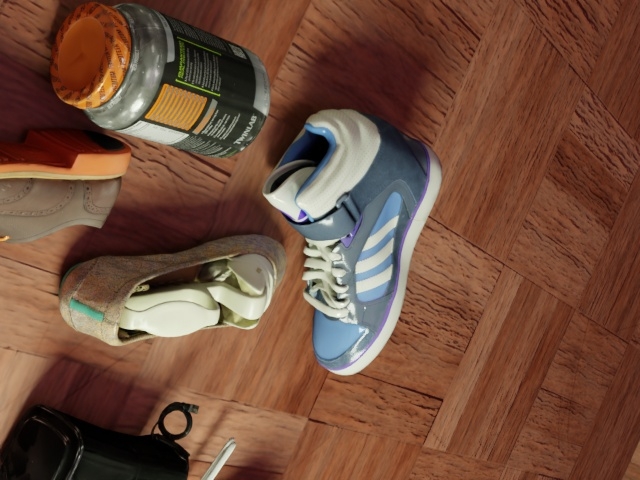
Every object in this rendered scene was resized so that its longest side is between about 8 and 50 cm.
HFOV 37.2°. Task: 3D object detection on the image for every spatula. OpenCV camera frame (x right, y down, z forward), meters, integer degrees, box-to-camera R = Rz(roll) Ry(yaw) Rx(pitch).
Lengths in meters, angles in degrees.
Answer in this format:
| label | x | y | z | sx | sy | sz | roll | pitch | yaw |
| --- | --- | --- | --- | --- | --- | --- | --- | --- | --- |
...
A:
| label | x | y | z | sx | sy | sz | roll | pitch | yaw |
| --- | --- | --- | --- | --- | --- | --- | --- | --- | --- |
| spatula | -0.172 | 0.326 | 1.086 | 0.242 | 0.019 | 0.168 | -56 | 179 | -10 |

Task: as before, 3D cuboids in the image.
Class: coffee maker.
| label | x | y | z | sx | sy | sz | roll | pitch | yaw |
| --- | --- | --- | --- | --- | --- | --- | --- | --- | --- |
| coffee maker | -0.235 | 0.233 | 0.999 | 0.178 | 0.120 | 0.171 | 38 | 54 | -51 |

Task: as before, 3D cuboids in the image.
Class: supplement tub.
| label | x | y | z | sx | sy | sz | roll | pitch | yaw |
| --- | --- | --- | --- | --- | --- | --- | --- | --- | --- |
| supplement tub | -0.147 | -0.150 | 0.890 | 0.190 | 0.117 | 0.117 | 13 | 98 | -50 |

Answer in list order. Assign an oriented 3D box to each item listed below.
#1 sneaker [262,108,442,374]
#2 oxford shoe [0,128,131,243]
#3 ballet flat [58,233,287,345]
| label | x | y | z | sx | sy | sz | roll | pitch | yaw |
| --- | --- | --- | --- | --- | --- | --- | --- | --- | --- |
| sneaker | 0.000 | 0.000 | 1.139 | 0.236 | 0.130 | 0.323 | 14 | 101 | -42 |
| oxford shoe | -0.281 | -0.038 | 0.814 | 0.271 | 0.097 | 0.098 | -6 | 119 | -47 |
| ballet flat | -0.126 | 0.062 | 1.025 | 0.316 | 0.106 | 0.107 | -11 | 116 | -46 |
